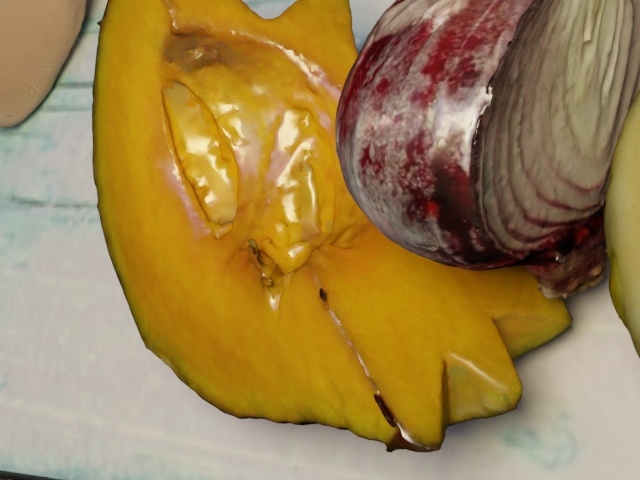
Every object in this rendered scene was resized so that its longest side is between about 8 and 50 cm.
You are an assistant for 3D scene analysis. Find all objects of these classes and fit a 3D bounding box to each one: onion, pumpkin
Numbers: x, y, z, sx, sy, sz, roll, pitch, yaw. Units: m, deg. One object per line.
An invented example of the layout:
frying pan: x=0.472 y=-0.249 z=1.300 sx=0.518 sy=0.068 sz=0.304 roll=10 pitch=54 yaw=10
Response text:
onion: x=0.072 y=-0.058 z=0.609 sx=0.098 sy=0.206 sz=0.151 roll=13 pitch=121 yaw=33
pumpkin: x=0.000 y=0.000 z=0.690 sx=0.254 sy=0.130 sz=0.149 roll=58 pitch=141 yaw=22

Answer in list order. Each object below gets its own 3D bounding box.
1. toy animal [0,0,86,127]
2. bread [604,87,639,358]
toy animal: x=-0.229 y=-0.219 z=0.878 sx=0.256 sy=0.195 sz=0.213 roll=57 pitch=146 yaw=39
bread: x=0.203 y=-0.016 z=0.538 sx=0.213 sy=0.104 sz=0.213 roll=-16 pitch=63 yaw=33
